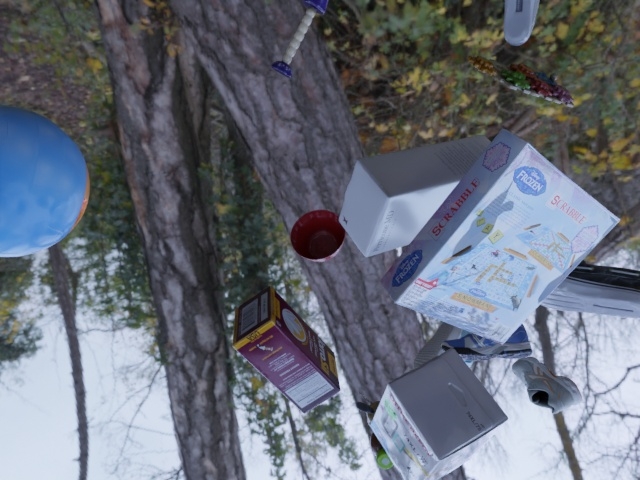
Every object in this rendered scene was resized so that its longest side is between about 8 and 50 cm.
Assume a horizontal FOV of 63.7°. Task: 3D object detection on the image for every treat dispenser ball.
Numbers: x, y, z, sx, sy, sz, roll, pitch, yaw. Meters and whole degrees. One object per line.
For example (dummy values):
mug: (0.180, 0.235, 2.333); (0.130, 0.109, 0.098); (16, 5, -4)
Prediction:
treat dispenser ball: (-0.599, -0.111, 0.989); (0.289, 0.287, 0.288); (-11, -168, 2)

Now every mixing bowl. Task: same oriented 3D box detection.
mixing bowl: (0.000, 0.000, 1.682); (0.182, 0.181, 0.098); (-10, 152, 7)

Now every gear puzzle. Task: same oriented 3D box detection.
gear puzzle: (0.542, -0.460, 1.412); (0.339, 0.044, 0.175); (8, -139, -23)

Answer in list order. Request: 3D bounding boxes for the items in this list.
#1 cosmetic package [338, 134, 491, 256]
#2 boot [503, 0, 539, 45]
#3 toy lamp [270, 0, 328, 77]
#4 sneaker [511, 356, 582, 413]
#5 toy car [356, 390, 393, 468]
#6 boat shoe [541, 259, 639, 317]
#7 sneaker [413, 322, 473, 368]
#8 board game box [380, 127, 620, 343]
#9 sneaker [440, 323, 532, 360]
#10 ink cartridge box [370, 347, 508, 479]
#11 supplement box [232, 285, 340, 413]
cosmetic package: (0.298, -0.132, 1.441); (0.454, 0.230, 0.161); (-15, -127, -26)
boot: (0.533, -0.652, 1.363); (0.095, 0.258, 0.123); (11, -158, 20)
toy lamp: (-0.056, -0.625, 1.530); (0.080, 0.274, 0.080); (28, -172, -4)
sneaker: (0.685, 0.457, 1.635); (0.121, 0.099, 0.262); (-24, -165, -16)
toy car: (0.167, 0.527, 1.495); (0.149, 0.188, 0.155); (-43, -178, 9)
boat shoe: (0.658, 0.110, 1.316); (0.335, 0.121, 0.119); (11, -122, 35)
sneaker: (0.425, 0.354, 1.631); (0.135, 0.150, 0.366); (-42, 172, 39)
board game box: (0.316, 0.016, 0.893); (0.319, 0.318, 0.066); (24, -159, -35)
sneaker: (0.399, 0.246, 1.252); (0.211, 0.081, 0.080); (-8, 155, 23)
ink cartridge box: (0.267, 0.431, 1.224); (0.197, 0.270, 0.198); (-21, -125, -21)
supplement box: (-0.055, 0.183, 0.861); (0.081, 0.188, 0.104); (-35, -155, 11)
